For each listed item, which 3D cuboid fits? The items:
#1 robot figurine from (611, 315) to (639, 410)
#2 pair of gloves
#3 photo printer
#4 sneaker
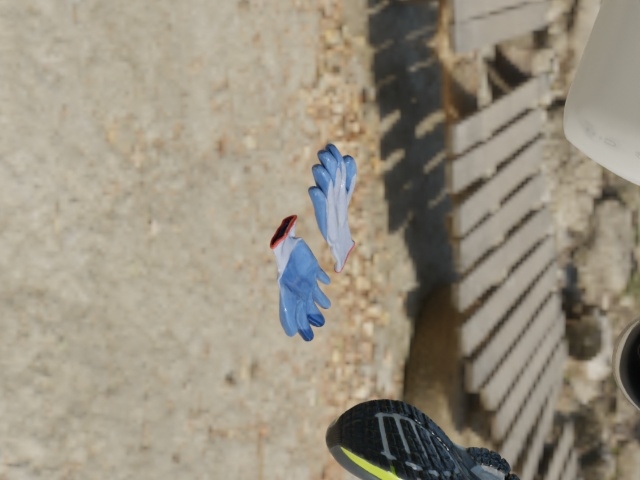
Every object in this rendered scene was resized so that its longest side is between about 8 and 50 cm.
[{"bbox_3d":[0.533,0.186,2.023,0.209,0.174,0.278,-64,171,1],"label":"robot figurine"},{"bbox_3d":[0.000,0.000,1.382,0.159,0.023,0.198,76,33,-45],"label":"pair of gloves"},{"bbox_3d":[0.397,-0.193,1.353,0.107,0.256,0.307,16,95,-53],"label":"photo printer"},{"bbox_3d":[0.099,0.264,1.412,0.300,0.121,0.111,34,30,-39],"label":"sneaker"}]
